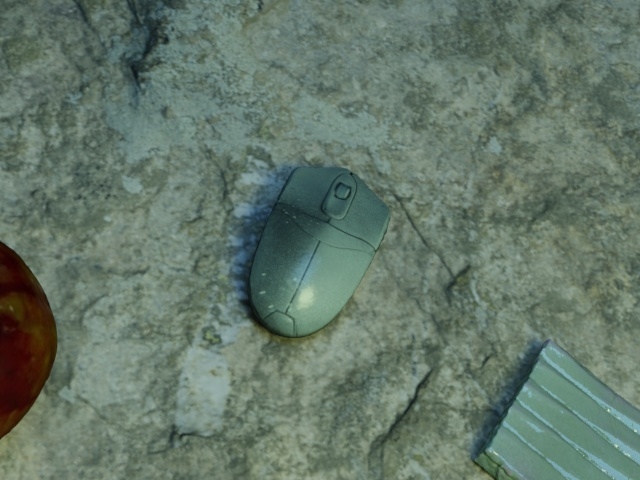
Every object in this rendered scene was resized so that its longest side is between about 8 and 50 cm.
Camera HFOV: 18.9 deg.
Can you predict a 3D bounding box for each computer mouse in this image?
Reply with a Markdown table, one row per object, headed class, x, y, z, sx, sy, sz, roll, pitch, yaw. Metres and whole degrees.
| class | x | y | z | sx | sy | sz | roll | pitch | yaw |
| --- | --- | --- | --- | --- | --- | --- | --- | --- | --- |
| computer mouse | 0.001 | -0.002 | 1.886 | 0.113 | 0.068 | 0.229 | 26 | 51 | -2 |

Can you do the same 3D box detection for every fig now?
| class | x | y | z | sx | sy | sz | roll | pitch | yaw |
| --- | --- | --- | --- | --- | --- | --- | --- | --- | --- |
| fig | -0.341 | 0.086 | 1.613 | 0.263 | 0.224 | 0.224 | -24 | 66 | -32 |

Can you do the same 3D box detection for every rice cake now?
| class | x | y | z | sx | sy | sz | roll | pitch | yaw |
| --- | --- | --- | --- | --- | --- | --- | --- | --- | --- |
| rice cake | 0.262 | 0.210 | 1.846 | 0.198 | 0.037 | 0.189 | 32 | 51 | 4 |
